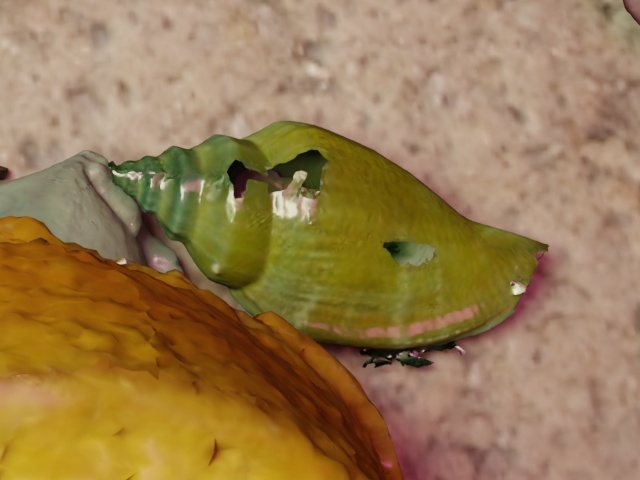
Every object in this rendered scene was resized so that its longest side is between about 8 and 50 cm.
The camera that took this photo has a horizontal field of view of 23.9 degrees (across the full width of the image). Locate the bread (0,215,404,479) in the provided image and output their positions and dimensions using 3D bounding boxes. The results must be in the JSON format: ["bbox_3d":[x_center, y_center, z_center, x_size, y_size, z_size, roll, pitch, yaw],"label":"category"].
[{"bbox_3d":[-0.117,0.180,0.520,0.337,0.204,0.358,23,93,-18],"label":"bread"}]

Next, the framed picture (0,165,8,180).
[{"bbox_3d":[-0.191,-0.043,0.684,0.089,0.066,0.006,18,95,0],"label":"framed picture"}]

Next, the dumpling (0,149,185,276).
[{"bbox_3d":[-0.141,0.053,0.637,0.217,0.105,0.149,-31,66,-33],"label":"dumpling"}]

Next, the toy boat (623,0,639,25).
[{"bbox_3d":[0.284,-0.178,0.769,0.206,0.096,0.282,40,63,-2],"label":"toy boat"}]

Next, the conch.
[{"bbox_3d":[-0.001,-0.002,0.694,0.201,0.079,0.095,28,94,-7],"label":"conch"}]
